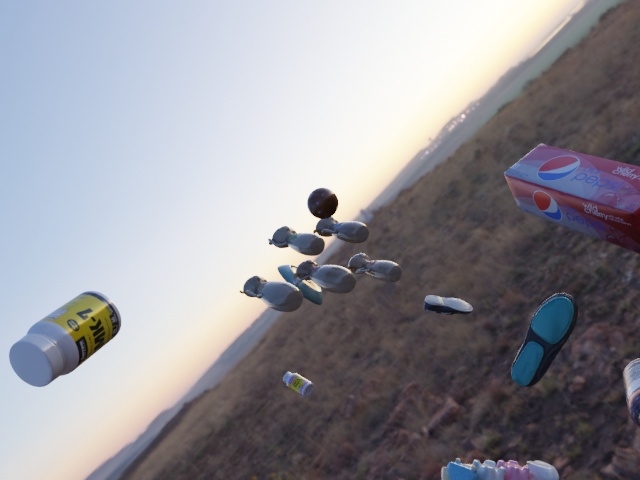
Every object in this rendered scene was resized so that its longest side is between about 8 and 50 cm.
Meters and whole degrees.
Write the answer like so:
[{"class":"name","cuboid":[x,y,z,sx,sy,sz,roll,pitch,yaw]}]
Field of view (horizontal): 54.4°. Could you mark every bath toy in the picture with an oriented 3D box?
[{"class":"bath toy","cuboid":[0.514,0.689,1.766,0.151,0.348,0.128,178,101,-68]}]

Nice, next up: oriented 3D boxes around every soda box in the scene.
[{"class":"soda box","cuboid":[0.408,-0.070,0.951,0.092,0.083,0.263,-38,29,-10]}]

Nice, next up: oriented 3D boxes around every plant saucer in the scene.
[{"class":"plant saucer","cuboid":[-0.036,0.085,1.278,0.021,0.119,0.119,-49,-2,8]}]

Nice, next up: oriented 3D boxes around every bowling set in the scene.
[{"class":"bowling set","cuboid":[0.000,0.000,1.115,0.287,0.199,0.154,-9,12,-32]}]

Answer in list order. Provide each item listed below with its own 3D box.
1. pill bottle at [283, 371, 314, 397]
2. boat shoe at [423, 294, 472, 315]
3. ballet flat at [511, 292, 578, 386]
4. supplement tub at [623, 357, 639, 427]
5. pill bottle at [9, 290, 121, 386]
[{"class":"pill bottle","cuboid":[-0.060,0.383,1.667,0.043,0.083,0.043,-25,-55,-42]},{"class":"boat shoe","cuboid":[0.331,0.175,1.623,0.046,0.125,0.038,-84,4,-59]},{"class":"ballet flat","cuboid":[0.402,0.172,1.102,0.074,0.074,0.203,-44,-24,-59]},{"class":"supplement tub","cuboid":[0.716,0.342,1.341,0.106,0.106,0.198,-46,0,28]},{"class":"pill bottle","cuboid":[-0.505,0.194,1.242,0.119,0.119,0.208,-46,2,28]}]
